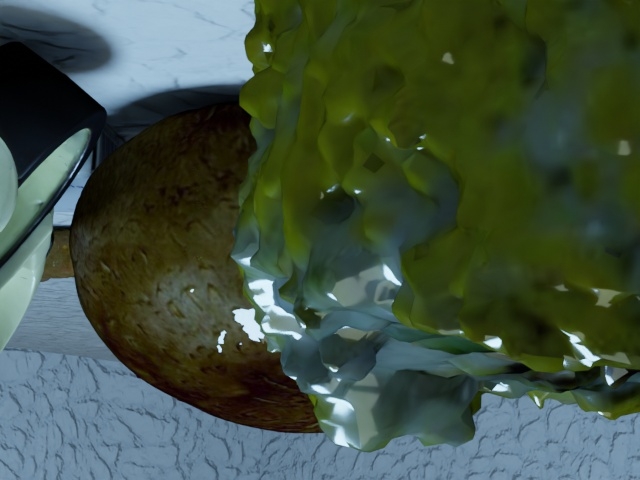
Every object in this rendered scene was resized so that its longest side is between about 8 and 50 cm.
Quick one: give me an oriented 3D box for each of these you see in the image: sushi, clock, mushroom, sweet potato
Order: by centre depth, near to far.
[{"bbox_3d":[0.164,-0.044,0.682,0.396,0.240,0.351,3,171,-6],"label":"sushi"},{"bbox_3d":[-0.259,0.026,1.232,0.120,0.276,0.379,37,153,4],"label":"clock"},{"bbox_3d":[0.000,0.022,1.346,0.345,0.239,0.345,-18,158,-8],"label":"mushroom"},{"bbox_3d":[-0.294,0.017,2.004,0.065,0.051,0.218,7,171,-32],"label":"sweet potato"}]

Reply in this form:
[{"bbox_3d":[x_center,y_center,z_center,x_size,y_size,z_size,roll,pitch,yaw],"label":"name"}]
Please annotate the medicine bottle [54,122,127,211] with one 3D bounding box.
[{"bbox_3d":[-0.247,-0.061,1.455,0.201,0.052,0.171,2,170,7],"label":"medicine bottle"}]
